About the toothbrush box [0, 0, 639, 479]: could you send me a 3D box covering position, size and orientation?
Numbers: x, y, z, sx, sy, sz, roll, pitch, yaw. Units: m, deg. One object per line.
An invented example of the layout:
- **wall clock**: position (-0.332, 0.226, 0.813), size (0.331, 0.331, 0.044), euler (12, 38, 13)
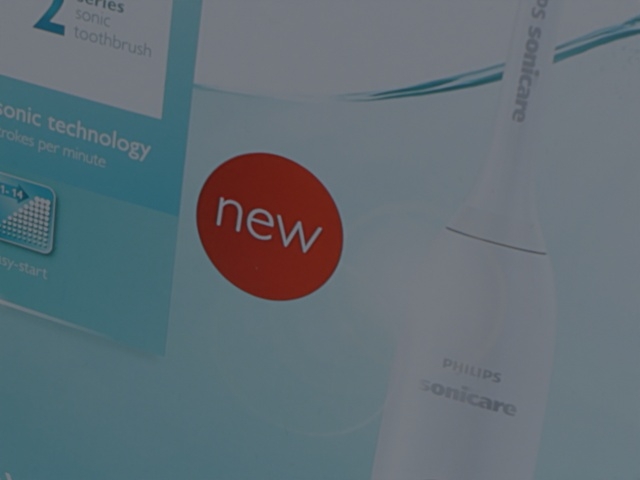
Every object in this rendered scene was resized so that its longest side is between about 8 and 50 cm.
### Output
- **toothbrush box**: position (0.000, 0.000, 0.427), size (0.216, 0.295, 0.126), euler (17, -153, 16)
